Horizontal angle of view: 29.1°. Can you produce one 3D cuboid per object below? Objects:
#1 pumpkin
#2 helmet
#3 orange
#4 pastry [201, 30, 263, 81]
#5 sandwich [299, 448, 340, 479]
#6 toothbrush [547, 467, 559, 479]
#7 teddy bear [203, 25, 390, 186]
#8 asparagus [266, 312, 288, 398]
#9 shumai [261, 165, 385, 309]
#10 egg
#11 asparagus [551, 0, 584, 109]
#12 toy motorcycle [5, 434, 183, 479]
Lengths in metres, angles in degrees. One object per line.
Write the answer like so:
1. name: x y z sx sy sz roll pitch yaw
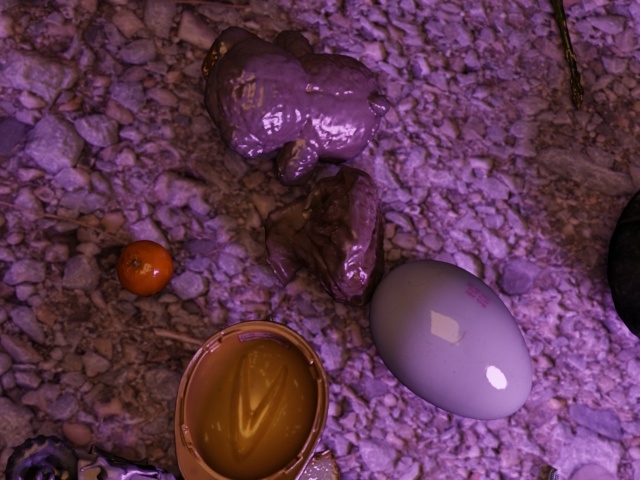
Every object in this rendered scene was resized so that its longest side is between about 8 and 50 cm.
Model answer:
1. pumpkin: 0.561 0.036 1.752 0.300 0.207 0.300 3 74 -10
2. helmet: -0.098 0.244 1.712 0.205 0.140 0.257 15 75 0
3. orange: -0.252 0.039 1.769 0.083 0.083 0.083 1 80 -3
4. pastry: -0.123 -0.263 1.837 0.109 0.057 0.097 -4 79 -6
5. sandwich: -0.006 0.419 1.704 0.186 0.065 0.215 -28 82 -28
6. toothbrush: 0.317 0.434 1.766 0.016 0.019 0.219 15 80 -6
7. teddy bear: -0.040 -0.193 1.752 0.267 0.151 0.236 0 76 -26
8. asparagus: -0.060 0.168 1.790 0.015 0.018 0.127 -7 79 -40
9. shumai: 0.000 0.000 1.757 0.175 0.166 0.206 -5 47 9
10. egg: 0.184 0.142 1.725 0.264 0.183 0.183 44 81 -3
11. asparagus: 0.376 -0.310 1.893 0.023 0.022 0.233 -3 78 -33
12. toy motorcycle: -0.276 0.381 1.687 0.327 0.143 0.188 14 85 -16
